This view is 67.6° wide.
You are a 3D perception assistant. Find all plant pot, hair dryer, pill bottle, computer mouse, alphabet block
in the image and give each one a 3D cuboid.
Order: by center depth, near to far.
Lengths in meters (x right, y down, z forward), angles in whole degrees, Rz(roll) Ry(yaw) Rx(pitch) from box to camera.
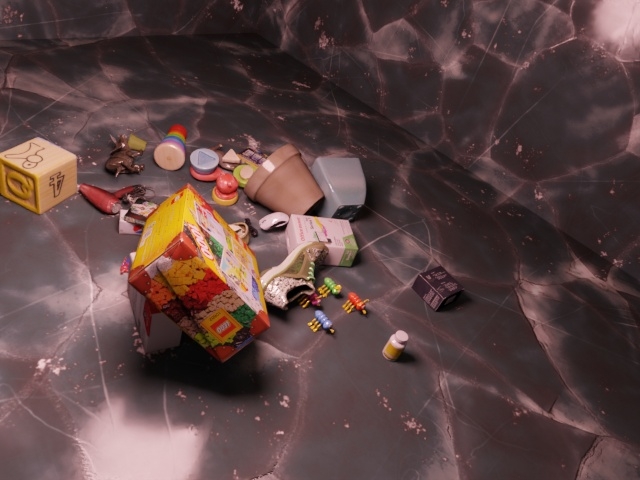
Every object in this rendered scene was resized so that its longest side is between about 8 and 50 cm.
[{"bbox_3d":[0.279,0.387,1.768,0.065,0.116,0.065,13,39,-10],"label":"pill bottle"},{"bbox_3d":[-1.084,-0.251,1.840,0.193,0.193,0.197,25,38,7],"label":"alphabet block"},{"bbox_3d":[-0.842,-0.176,1.982,0.294,0.080,0.223,12,24,-22],"label":"hair dryer"},{"bbox_3d":[-0.234,-0.085,2.101,0.193,0.042,0.106,-20,48,-7],"label":"computer mouse"},{"bbox_3d":[-0.144,-0.235,2.205,0.280,0.323,0.323,45,41,4],"label":"plant pot"},{"bbox_3d":[-0.879,-0.463,2.293,0.079,0.083,0.083,18,36,-24],"label":"plant pot"},{"bbox_3d":[0.084,-0.230,2.333,0.248,0.247,0.252,-5,59,-30],"label":"plant pot"}]

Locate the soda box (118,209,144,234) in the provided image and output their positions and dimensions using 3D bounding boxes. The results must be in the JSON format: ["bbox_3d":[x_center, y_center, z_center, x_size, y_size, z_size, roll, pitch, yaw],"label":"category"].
[{"bbox_3d":[-0.685,-0.067,1.905,0.216,0.069,0.073,3,41,-21],"label":"soda box"}]

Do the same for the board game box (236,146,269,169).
[{"bbox_3d":[-0.342,-0.414,2.501,0.170,0.048,0.141,30,40,10],"label":"board game box"}]

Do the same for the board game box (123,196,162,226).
[{"bbox_3d":[-0.617,-0.086,1.882,0.260,0.030,0.136,19,37,-4],"label":"board game box"}]

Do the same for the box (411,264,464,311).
[{"bbox_3d":[0.518,0.209,2.114,0.156,0.093,0.158,-15,52,-37],"label":"box"}]

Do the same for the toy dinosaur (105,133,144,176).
[{"bbox_3d":[-0.886,-0.345,2.136,0.161,0.120,0.313,3,44,-4],"label":"toy dinosaur"}]

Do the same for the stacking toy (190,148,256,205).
[{"bbox_3d":[-0.440,-0.343,2.240,0.309,0.130,0.280,44,55,17],"label":"stacking toy"}]

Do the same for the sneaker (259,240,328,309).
[{"bbox_3d":[-0.076,0.151,1.845,0.182,0.157,0.410,28,45,27],"label":"sneaker"}]

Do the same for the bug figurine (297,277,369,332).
[{"bbox_3d":[0.046,0.242,1.871,0.279,0.072,0.216,-22,55,-41],"label":"bug figurine"}]

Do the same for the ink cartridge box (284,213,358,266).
[{"bbox_3d":[0.000,0.000,2.104,0.279,0.117,0.201,5,40,-19],"label":"ink cartridge box"}]

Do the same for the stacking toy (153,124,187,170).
[{"bbox_3d":[-0.717,-0.473,2.350,0.141,0.141,0.330,11,32,-13],"label":"stacking toy"}]

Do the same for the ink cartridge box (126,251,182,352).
[{"bbox_3d":[-0.540,0.191,1.556,0.114,0.196,0.272,-7,47,-33],"label":"ink cartridge box"}]

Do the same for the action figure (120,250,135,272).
[{"bbox_3d":[-0.701,0.081,1.753,0.038,0.030,0.115,23,39,-5],"label":"action figure"}]

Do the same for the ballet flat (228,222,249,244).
[{"bbox_3d":[-0.424,0.007,1.900,0.349,0.123,0.123,-24,56,-42],"label":"ballet flat"}]

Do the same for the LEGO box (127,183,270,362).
[{"bbox_3d":[-0.372,0.079,1.519,0.372,0.193,0.500,50,6,-27],"label":"LEGO box"}]

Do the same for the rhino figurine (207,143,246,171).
[{"bbox_3d":[-0.472,-0.402,2.406,0.243,0.073,0.106,32,43,10],"label":"rhino figurine"}]
